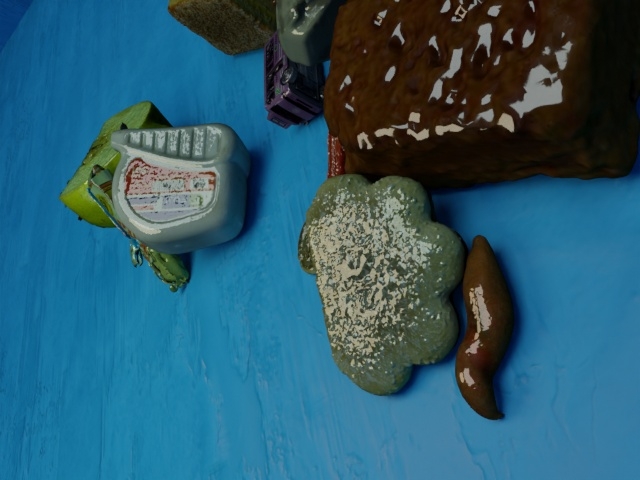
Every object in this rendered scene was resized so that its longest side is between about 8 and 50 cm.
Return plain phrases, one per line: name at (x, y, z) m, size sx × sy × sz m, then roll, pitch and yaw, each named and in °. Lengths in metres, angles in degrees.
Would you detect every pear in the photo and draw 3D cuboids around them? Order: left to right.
pear at (-0.382, -0.166, 1.427) m, size 0.292 × 0.159 × 0.292 m, roll -32°, pitch 33°, yaw 24°

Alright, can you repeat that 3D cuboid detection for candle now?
candle at (0.034, -0.071, 0.983) m, size 0.048 × 0.051 × 0.329 m, roll -24°, pitch 54°, yaw 39°

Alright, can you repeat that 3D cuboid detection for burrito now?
burrito at (-0.359, -0.015, 1.301) m, size 0.054 × 0.288 × 0.104 m, roll -40°, pitch -1°, yaw -41°

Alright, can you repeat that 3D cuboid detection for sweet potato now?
sweet potato at (0.179, 0.089, 0.732) m, size 0.058 × 0.055 × 0.202 m, roll 135°, pitch 144°, yaw -69°

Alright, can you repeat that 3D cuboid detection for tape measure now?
tape measure at (-0.252, -0.098, 1.217) m, size 0.243 × 0.125 × 0.246 m, roll -2°, pitch 73°, yaw 13°

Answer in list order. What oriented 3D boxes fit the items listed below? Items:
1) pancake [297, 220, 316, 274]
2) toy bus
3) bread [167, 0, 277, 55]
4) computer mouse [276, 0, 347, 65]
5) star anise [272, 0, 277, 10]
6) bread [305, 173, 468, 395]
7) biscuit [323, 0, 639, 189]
pancake at (0.000, -0.001, 1.016) m, size 0.108 × 0.017 × 0.108 m, roll -21°, pitch 57°, yaw 37°
toy bus at (-0.048, -0.281, 1.158) m, size 0.098 × 0.087 × 0.178 m, roll -35°, pitch 45°, yaw 37°
bread at (-0.169, -0.453, 1.304) m, size 0.234 × 0.184 × 0.110 m, roll 11°, pitch 77°, yaw 50°
computer mouse at (0.071, -0.446, 0.972) m, size 0.429 × 0.228 × 0.145 m, roll -45°, pitch 71°, yaw 21°
star anise at (-0.040, -0.517, 1.142) m, size 0.148 × 0.346 × 0.237 m, roll -13°, pitch 35°, yaw 11°
bread at (0.080, 0.036, 0.819) m, size 0.207 × 0.056 × 0.286 m, roll -25°, pitch 74°, yaw 36°
biscuit at (0.182, -0.235, 0.801) m, size 0.395 × 0.166 × 0.342 m, roll -1°, pitch 74°, yaw 48°
